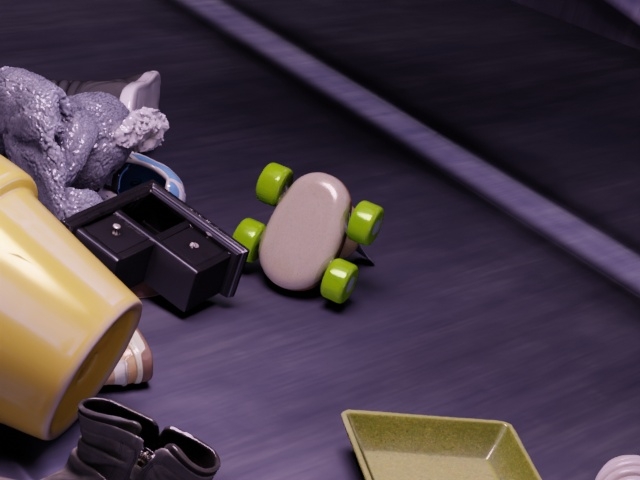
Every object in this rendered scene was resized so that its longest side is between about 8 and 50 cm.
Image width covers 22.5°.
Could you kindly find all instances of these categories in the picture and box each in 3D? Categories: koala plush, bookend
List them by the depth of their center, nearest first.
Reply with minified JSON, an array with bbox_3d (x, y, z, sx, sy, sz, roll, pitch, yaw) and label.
[{"bbox_3d":[-0.195,0.020,1.828,0.156,0.072,0.157,36,37,22],"label":"bookend"},{"bbox_3d":[-0.303,-0.121,1.934,0.196,0.203,0.221,5,17,37],"label":"koala plush"}]

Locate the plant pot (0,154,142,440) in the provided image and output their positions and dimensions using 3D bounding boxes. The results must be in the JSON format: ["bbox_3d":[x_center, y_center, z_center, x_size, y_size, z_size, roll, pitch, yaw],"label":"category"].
[{"bbox_3d":[-0.315,0.064,1.551,0.239,0.254,0.254,33,27,6],"label":"plant pot"}]

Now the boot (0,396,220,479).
[{"bbox_3d":[-0.207,0.199,1.369,0.246,0.161,0.083,17,24,10],"label":"boot"}]

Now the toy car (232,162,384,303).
[{"bbox_3d":[0.000,0.000,2.009,0.155,0.149,0.188,24,-3,16],"label":"toy car"}]

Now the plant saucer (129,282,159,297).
[{"bbox_3d":[-0.248,0.018,1.918,0.168,0.029,0.168,11,23,-5],"label":"plant saucer"}]

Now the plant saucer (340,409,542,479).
[{"bbox_3d":[0.123,0.240,1.582,0.188,0.045,0.188,6,25,-15],"label":"plant saucer"}]

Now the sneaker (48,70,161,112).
[{"bbox_3d":[-0.303,-0.184,2.214,0.146,0.105,0.296,3,6,4],"label":"sneaker"}]

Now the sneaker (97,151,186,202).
[{"bbox_3d":[-0.286,-0.089,2.052,0.237,0.085,0.086,16,-11,5],"label":"sneaker"}]

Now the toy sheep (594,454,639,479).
[{"bbox_3d":[0.313,0.256,1.598,0.091,0.091,0.132,12,10,0],"label":"toy sheep"}]

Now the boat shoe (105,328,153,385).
[{"bbox_3d":[-0.247,0.091,1.717,0.072,0.068,0.190,-14,34,-25],"label":"boat shoe"}]
